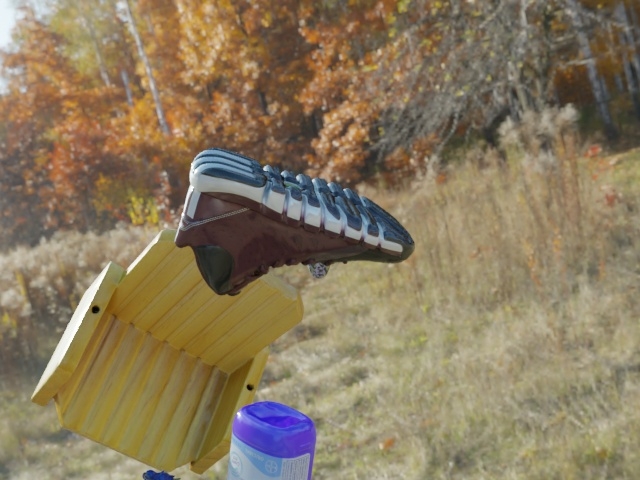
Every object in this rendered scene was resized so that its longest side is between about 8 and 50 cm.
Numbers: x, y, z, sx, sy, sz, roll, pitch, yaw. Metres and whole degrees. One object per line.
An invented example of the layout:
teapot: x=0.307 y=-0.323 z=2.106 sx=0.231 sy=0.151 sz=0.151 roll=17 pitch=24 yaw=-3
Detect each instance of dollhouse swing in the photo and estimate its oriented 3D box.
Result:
dollhouse swing: x=-0.243 y=0.204 z=1.329 sx=0.305 sy=0.346 sz=0.315 roll=-27 pitch=36 yaw=52

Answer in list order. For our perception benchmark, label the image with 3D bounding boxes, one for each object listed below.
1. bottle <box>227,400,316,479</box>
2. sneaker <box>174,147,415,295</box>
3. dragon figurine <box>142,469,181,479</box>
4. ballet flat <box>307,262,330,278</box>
bottle: x=-0.076 y=0.369 z=1.050 sx=0.118 sy=0.283 sz=0.092 roll=16 pitch=13 yaw=39
sneaker: x=-0.040 y=0.007 z=0.911 sx=0.281 sy=0.163 sz=0.106 roll=20 pitch=24 yaw=-16
dragon figurine: x=-0.235 y=0.487 z=1.325 sx=0.144 sy=0.289 sz=0.085 roll=-11 pitch=44 yaw=35
ballet flat: x=0.000 y=0.000 z=1.165 sx=0.041 sy=0.114 sz=0.041 roll=4 pitch=-25 yaw=2
